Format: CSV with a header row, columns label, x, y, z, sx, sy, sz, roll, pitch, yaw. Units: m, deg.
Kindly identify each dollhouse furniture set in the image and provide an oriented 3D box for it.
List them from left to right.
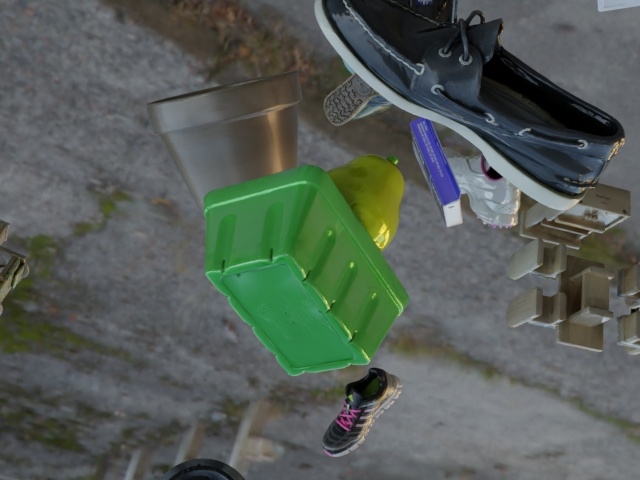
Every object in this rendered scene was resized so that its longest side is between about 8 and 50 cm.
label,x,y,z,sx,sy,sz,roll,pitch,yaw
dollhouse furniture set,-0.534,0.008,1.743,0.101,0.182,0.161,23,131,-3
dollhouse furniture set,0.387,0.051,1.594,0.212,0.242,0.161,13,158,-15

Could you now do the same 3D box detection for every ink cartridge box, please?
label,x,y,z,sx,sy,sz,roll,pitch,yaw
ink cartridge box,0.244,-0.151,2.200,0.045,0.206,0.208,-21,161,1

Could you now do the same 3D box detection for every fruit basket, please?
label,x,y,z,sx,sy,sz,roll,pitch,yaw
fruit basket,0.000,0.000,1.830,0.283,0.391,0.392,-13,148,28

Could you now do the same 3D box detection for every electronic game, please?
label,x,y,z,sx,sy,sz,roll,pitch,yaw
electronic game,-0.254,0.575,2.210,0.229,0.229,0.048,13,152,6

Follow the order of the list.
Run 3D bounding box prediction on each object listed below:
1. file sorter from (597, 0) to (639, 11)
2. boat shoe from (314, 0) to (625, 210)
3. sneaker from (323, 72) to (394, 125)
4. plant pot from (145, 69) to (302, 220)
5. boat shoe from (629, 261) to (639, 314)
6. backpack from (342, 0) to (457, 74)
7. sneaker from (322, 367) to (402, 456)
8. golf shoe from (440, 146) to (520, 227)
label,x,y,z,sx,sy,sz,roll,pitch,yaw
file sorter,0.590,-0.529,1.727,0.278,0.173,0.192,-6,145,13
boat shoe,0.156,-0.165,1.026,0.340,0.127,0.113,38,132,-7
sneaker,0.093,-0.219,1.415,0.192,0.064,0.086,-27,178,44
plant pot,-0.171,-0.184,2.157,0.323,0.280,0.323,-13,-170,2
boat shoe,0.620,0.103,2.014,0.043,0.136,0.049,8,172,-22
backpack,0.141,-0.415,1.983,0.225,0.253,0.191,-4,-172,-10
sneaker,0.057,0.270,1.683,0.063,0.170,0.075,35,168,45
golf shoe,0.369,-0.155,2.407,0.115,0.140,0.306,-7,-144,-30
